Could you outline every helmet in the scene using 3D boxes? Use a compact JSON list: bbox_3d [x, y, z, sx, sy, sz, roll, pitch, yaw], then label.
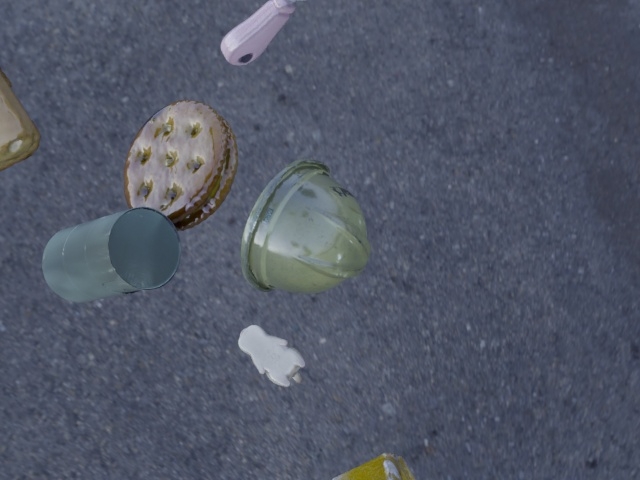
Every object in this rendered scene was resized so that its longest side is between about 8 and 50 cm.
[{"bbox_3d":[0.004,0.002,1.389,0.137,0.257,0.204,26,94,18],"label":"helmet"}]

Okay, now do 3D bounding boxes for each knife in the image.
[{"bbox_3d":[-0.021,-0.372,1.461,0.336,0.081,0.043,-35,74,28],"label":"knife"}]

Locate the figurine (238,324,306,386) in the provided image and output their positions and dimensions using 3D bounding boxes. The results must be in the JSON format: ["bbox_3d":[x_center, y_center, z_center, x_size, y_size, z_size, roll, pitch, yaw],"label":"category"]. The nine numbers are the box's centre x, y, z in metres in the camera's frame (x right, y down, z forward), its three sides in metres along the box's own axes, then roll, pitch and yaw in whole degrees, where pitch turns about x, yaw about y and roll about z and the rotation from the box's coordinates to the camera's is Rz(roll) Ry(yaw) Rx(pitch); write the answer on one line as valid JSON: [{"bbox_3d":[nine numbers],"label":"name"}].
[{"bbox_3d":[-0.055,0.131,1.091,0.083,0.050,0.047,42,77,12],"label":"figurine"}]

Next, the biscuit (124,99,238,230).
[{"bbox_3d":[-0.229,-0.120,1.567,0.221,0.066,0.220,-11,68,30],"label":"biscuit"}]

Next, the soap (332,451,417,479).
[{"bbox_3d":[0.098,0.322,0.998,0.073,0.140,0.232,-30,105,5],"label":"soap"}]

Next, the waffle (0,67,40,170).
[{"bbox_3d":[-0.487,-0.179,0.966,0.304,0.077,0.348,-28,101,-4],"label":"waffle"}]

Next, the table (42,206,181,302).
[{"bbox_3d":[-0.326,0.025,1.513,0.220,0.126,0.126,-12,54,49],"label":"table"}]
